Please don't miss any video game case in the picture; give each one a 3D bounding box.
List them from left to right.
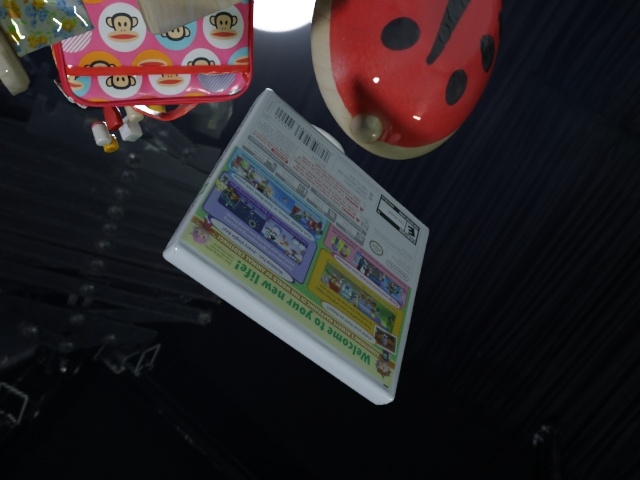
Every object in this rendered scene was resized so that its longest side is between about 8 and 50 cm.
[{"bbox_3d":[0.000,0.000,0.475,0.212,0.023,0.193,39,-133,-20],"label":"video game case"}]

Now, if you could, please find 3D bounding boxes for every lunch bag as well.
[{"bbox_3d":[-0.249,-0.305,0.850,0.293,0.258,0.120,-9,-145,-22],"label":"lunch bag"}]

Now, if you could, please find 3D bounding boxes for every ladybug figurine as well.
[{"bbox_3d":[0.149,-0.316,0.834,0.305,0.162,0.449,34,-121,-23],"label":"ladybug figurine"}]

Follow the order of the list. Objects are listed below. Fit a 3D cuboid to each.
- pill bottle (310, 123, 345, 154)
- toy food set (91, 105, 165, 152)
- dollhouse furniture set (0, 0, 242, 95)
[{"bbox_3d":[-0.083,-0.069,1.194,0.187,0.188,0.334,25,-111,-10],"label":"pill bottle"},{"bbox_3d":[-0.528,-0.334,1.504,0.111,0.232,0.105,-8,-106,-57],"label":"toy food set"},{"bbox_3d":[-0.104,-0.311,0.342,0.362,0.394,0.256,-30,-127,-16],"label":"dollhouse furniture set"}]
